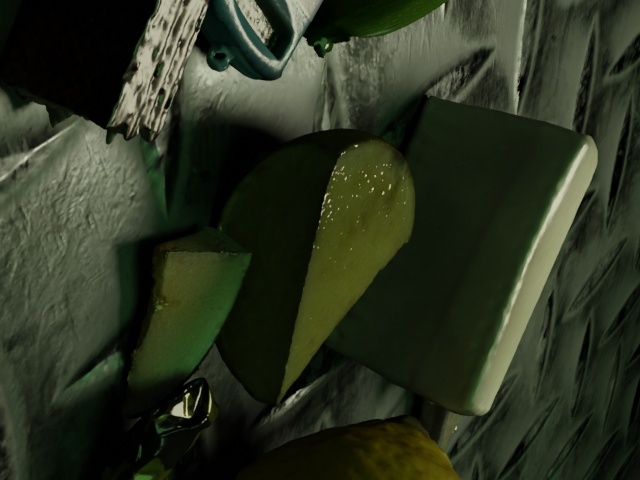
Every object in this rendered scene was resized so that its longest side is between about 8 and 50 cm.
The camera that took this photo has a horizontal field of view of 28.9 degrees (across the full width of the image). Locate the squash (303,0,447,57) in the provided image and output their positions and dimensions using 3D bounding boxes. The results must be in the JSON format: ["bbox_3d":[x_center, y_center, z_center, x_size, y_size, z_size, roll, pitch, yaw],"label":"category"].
[{"bbox_3d":[0.144,-0.305,1.153,0.395,0.107,0.107,-37,157,13],"label":"squash"}]

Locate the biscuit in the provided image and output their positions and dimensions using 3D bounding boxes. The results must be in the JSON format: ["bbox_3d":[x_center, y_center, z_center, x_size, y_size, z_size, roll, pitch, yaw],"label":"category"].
[{"bbox_3d":[-0.133,-0.191,0.876,0.070,0.106,0.252,15,97,-65],"label":"biscuit"}]

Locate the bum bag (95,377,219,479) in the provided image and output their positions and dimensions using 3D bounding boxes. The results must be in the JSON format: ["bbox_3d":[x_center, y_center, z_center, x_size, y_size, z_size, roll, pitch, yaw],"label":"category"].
[{"bbox_3d":[-0.172,0.226,1.158,0.232,0.060,0.107,-59,159,3],"label":"bum bag"}]

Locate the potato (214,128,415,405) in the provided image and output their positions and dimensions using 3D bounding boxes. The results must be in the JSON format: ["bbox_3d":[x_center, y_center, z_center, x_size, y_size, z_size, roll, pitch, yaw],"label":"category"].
[{"bbox_3d":[0.000,0.000,1.270,0.255,0.112,0.269,-21,131,-60],"label":"potato"}]

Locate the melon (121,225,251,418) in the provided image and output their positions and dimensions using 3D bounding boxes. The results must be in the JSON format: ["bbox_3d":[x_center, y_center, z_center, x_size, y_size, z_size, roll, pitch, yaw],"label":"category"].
[{"bbox_3d":[-0.132,0.079,1.148,0.098,0.054,0.182,-17,130,-50],"label":"melon"}]

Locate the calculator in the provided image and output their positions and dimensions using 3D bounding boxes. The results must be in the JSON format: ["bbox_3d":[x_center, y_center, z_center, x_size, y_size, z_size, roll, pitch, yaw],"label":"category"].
[{"bbox_3d":[-0.026,-0.273,1.077,0.293,0.051,0.173,-62,154,-11],"label":"calculator"}]

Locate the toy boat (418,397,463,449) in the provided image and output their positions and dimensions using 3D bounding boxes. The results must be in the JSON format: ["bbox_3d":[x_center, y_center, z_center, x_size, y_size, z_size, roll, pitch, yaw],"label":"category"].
[{"bbox_3d":[0.213,0.179,1.827,0.276,0.111,0.293,-52,162,-29],"label":"toy boat"}]

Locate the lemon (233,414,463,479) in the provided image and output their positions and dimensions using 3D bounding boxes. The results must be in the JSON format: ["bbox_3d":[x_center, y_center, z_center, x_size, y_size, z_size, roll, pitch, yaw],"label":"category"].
[{"bbox_3d":[0.029,0.370,1.354,0.387,0.350,0.350,-66,154,-11],"label":"lemon"}]

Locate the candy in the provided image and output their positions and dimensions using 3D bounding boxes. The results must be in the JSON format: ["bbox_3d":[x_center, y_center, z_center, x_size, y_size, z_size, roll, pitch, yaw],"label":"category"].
[{"bbox_3d":[0.172,0.017,1.490,0.358,0.208,0.145,-67,155,-4],"label":"candy"}]
